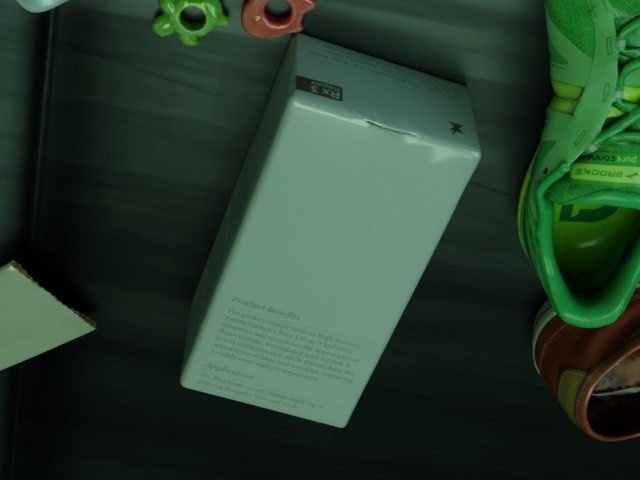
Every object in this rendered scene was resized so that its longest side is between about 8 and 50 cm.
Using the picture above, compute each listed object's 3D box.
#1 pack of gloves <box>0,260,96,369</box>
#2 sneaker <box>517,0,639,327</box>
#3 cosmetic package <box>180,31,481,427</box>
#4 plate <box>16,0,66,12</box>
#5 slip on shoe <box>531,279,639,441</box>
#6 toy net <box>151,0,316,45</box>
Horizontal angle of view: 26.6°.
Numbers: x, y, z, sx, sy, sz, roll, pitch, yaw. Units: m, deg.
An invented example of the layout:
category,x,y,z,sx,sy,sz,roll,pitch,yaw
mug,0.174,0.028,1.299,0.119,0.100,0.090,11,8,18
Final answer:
category,x,y,z,sx,sy,sz,roll,pitch,yaw
pack of gloves,-0.299,0.040,0.902,0.232,0.046,0.195,-26,134,23
sneaker,0.171,-0.076,0.744,0.109,0.123,0.295,0,127,1
cosmetic package,0.000,0.000,0.831,0.117,0.085,0.231,16,124,-12
plate,-0.054,-0.236,0.560,0.278,0.045,0.277,-30,160,-2
slip on shoe,0.304,0.065,0.867,0.331,0.101,0.123,-10,125,6
toy net,0.008,-0.163,0.727,0.232,0.045,0.122,-9,127,7
